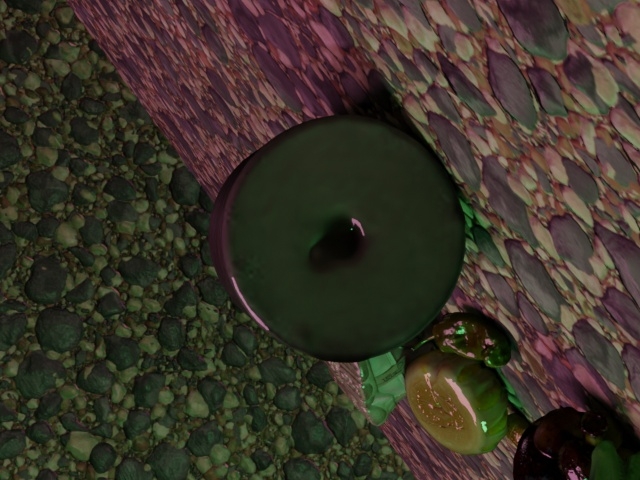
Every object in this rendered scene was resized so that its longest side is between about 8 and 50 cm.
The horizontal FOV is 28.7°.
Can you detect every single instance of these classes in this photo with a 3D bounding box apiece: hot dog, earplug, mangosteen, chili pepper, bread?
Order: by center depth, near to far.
[{"bbox_3d":[0.345,0.306,1.662,0.172,0.172,0.184,56,151,-15],"label":"mangosteen"},{"bbox_3d":[0.000,0.000,1.748,0.312,0.313,0.394,54,171,-5],"label":"earplug"},{"bbox_3d":[0.220,0.144,1.927,0.204,0.073,0.072,14,123,58],"label":"chili pepper"},{"bbox_3d":[0.375,0.372,2.069,0.215,0.047,0.066,49,167,24],"label":"hot dog"},{"bbox_3d":[0.237,0.268,2.115,0.213,0.105,0.213,35,139,37],"label":"bread"}]

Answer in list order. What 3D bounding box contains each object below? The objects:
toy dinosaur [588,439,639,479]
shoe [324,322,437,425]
[{"bbox_3d":[0.408,0.499,1.324,0.374,0.500,0.144,16,172,8],"label":"toy dinosaur"},{"bbox_3d":[0.105,0.186,2.229,0.172,0.198,0.351,47,171,22],"label":"shoe"}]
